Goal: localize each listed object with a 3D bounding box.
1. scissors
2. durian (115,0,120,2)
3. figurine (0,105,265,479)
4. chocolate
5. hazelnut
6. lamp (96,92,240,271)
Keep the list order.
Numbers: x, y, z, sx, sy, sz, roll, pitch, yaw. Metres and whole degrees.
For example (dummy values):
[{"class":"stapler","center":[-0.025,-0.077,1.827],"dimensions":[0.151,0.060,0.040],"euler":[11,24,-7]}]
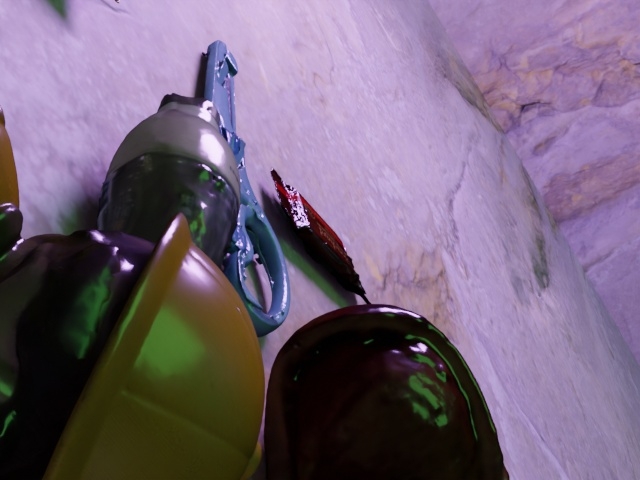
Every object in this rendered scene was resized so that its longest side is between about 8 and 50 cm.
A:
[{"class":"scissors","center":[-0.088,-0.075,1.007],"dimensions":[0.180,0.032,0.393],"euler":[49,22,-33]},{"class":"durian","center":[-0.206,-0.297,0.962],"dimensions":[0.140,0.078,0.224],"euler":[51,28,-64]},{"class":"figurine","center":[-0.134,0.037,0.522],"dimensions":[0.257,0.167,0.192],"euler":[53,34,-17]},{"class":"chocolate","center":[0.000,0.000,1.138],"dimensions":[0.182,0.028,0.086],"euler":[44,18,-44]},{"class":"hazelnut","center":[0.051,0.151,0.824],"dimensions":[0.201,0.170,0.160],"euler":[58,17,23]},{"class":"lamp","center":[-0.107,-0.020,0.775],"dimensions":[0.101,0.101,0.250],"euler":[48,31,-34]}]
